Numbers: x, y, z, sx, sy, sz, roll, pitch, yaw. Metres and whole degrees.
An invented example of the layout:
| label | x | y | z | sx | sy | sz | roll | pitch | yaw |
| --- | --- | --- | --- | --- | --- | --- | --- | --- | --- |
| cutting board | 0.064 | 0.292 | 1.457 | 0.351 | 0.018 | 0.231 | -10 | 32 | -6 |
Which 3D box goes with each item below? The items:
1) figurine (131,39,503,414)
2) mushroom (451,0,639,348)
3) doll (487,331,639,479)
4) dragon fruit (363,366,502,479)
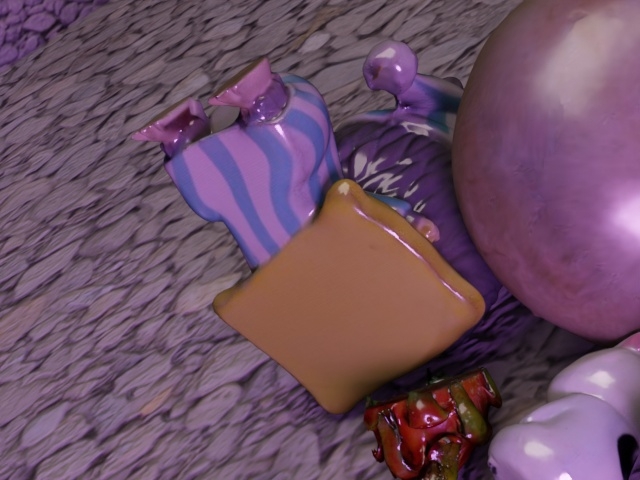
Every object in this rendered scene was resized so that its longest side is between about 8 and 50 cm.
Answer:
| label | x | y | z | sx | sy | sz | roll | pitch | yaw |
| --- | --- | --- | --- | --- | --- | --- | --- | --- | --- |
| figurine | 0.042 | -0.077 | 1.364 | 0.266 | 0.361 | 0.377 | -21 | 24 | 34 |
| mushroom | 0.297 | -0.072 | 1.218 | 0.362 | 0.362 | 0.294 | -27 | -10 | -2 |
| doll | 0.214 | 0.161 | 1.095 | 0.107 | 0.110 | 0.181 | 7 | 41 | 43 |
| dragon fruit | 0.091 | 0.170 | 1.182 | 0.138 | 0.142 | 0.175 | -34 | 50 | 43 |
